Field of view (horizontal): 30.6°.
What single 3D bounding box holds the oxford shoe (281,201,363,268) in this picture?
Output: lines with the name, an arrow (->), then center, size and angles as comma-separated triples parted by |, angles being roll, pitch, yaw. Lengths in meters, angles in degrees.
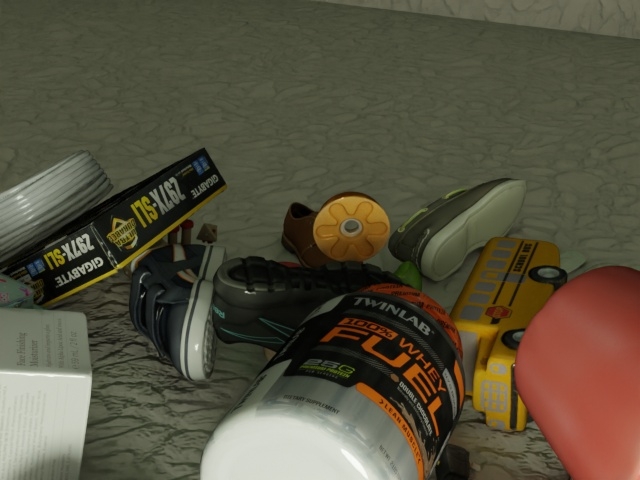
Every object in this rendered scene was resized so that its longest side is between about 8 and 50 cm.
oxford shoe -> 0.000, 0.000, 1.809 | 0.076, 0.076, 0.212 | -12, 28, -30

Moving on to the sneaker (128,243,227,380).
sneaker -> -0.193, 0.092, 1.540 | 0.127, 0.126, 0.321 | 3, 16, -2

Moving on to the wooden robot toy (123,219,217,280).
wooden robot toy -> -0.208, 0.021, 1.768 | 0.173, 0.076, 0.079 | -19, 41, -36

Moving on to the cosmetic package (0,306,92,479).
cosmetic package -> -0.353, 0.171, 1.283 | 0.183, 0.152, 0.151 | 5, 22, -17

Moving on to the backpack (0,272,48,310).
backpack -> -0.448, 0.117, 1.456 | 0.165, 0.144, 0.188 | 23, 35, 30

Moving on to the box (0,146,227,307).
box -> -0.310, -0.006, 1.665 | 0.257, 0.079, 0.322 | -27, 10, 30

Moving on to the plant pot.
plant pot -> 0.343, 0.163, 1.190 | 0.274, 0.275, 0.243 | -11, 31, -24

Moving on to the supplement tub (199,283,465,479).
supplement tub -> 0.030, 0.186, 1.226 | 0.207, 0.207, 0.338 | 9, 25, 18

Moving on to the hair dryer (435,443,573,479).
hair dryer -> 0.210, 0.286, 1.160 | 0.223, 0.080, 0.293 | 5, 25, 9

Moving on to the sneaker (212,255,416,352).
sneaker -> -0.005, 0.085, 1.438 | 0.267, 0.106, 0.101 | 6, 30, -11

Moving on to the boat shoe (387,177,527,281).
boat shoe -> 0.224, -0.034, 1.848 | 0.091, 0.109, 0.305 | 23, 36, 31

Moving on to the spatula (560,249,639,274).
spatula -> 0.378, 0.069, 1.729 | 0.168, 0.019, 0.242 | 21, 31, 36

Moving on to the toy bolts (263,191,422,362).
toy bolts -> 0.015, 0.075, 1.517 | 0.228, 0.218, 0.158 | -16, 32, 7

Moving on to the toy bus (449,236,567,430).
toy bus -> 0.241, 0.111, 1.511 | 0.130, 0.108, 0.333 | 7, 27, 18

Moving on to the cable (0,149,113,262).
cable -> -0.439, -0.047, 1.766 | 0.257, 0.089, 0.257 | -28, 9, 13
